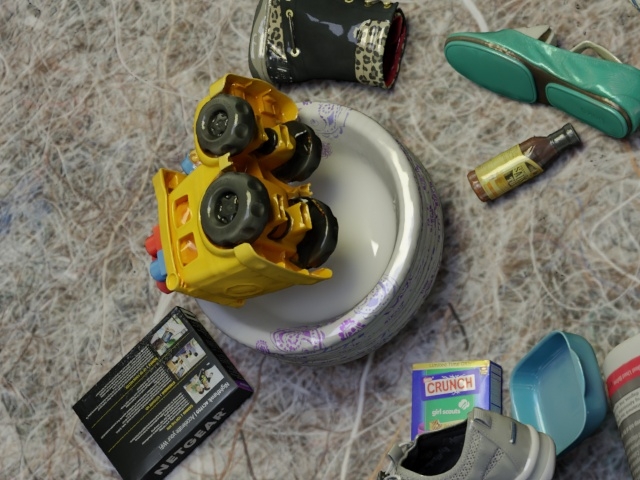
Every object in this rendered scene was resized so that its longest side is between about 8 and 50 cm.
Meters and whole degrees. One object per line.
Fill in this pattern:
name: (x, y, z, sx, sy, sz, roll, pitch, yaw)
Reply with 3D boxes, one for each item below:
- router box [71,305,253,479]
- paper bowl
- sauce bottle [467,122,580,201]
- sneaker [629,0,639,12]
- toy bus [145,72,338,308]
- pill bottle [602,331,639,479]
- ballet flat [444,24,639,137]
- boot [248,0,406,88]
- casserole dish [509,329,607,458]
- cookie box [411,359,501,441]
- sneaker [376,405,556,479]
router box: (-0.185, 0.185, 2.034, 0.179, 0.046, 0.133, -44, 63, 8)
paper bowl: (0.000, 0.000, 1.946, 0.284, 0.148, 0.284, -7, 72, 22)
sauce bottle: (0.224, -0.088, 1.929, 0.128, 0.042, 0.042, -30, 65, 16)
sneaker: (0.379, -0.246, 1.883, 0.080, 0.081, 0.211, -42, 62, 8)
toy bus: (-0.108, -0.036, 1.857, 0.211, 0.149, 0.220, -25, 64, 33)
pill bottle: (0.394, 0.240, 1.681, 0.176, 0.176, 0.319, -20, 67, 18)
ballet flat: (0.257, -0.189, 1.934, 0.247, 0.083, 0.087, 26, 62, 28)
boot: (0.019, -0.291, 2.060, 0.178, 0.085, 0.236, 9, 85, 24)
casserole dish: (0.245, 0.162, 1.796, 0.037, 0.188, 0.114, -4, 67, -19)
cookie box: (0.146, 0.185, 1.886, 0.091, 0.040, 0.107, -6, 72, 24)
sneaker: (0.096, 0.238, 1.732, 0.281, 0.115, 0.105, -37, 27, 30)
